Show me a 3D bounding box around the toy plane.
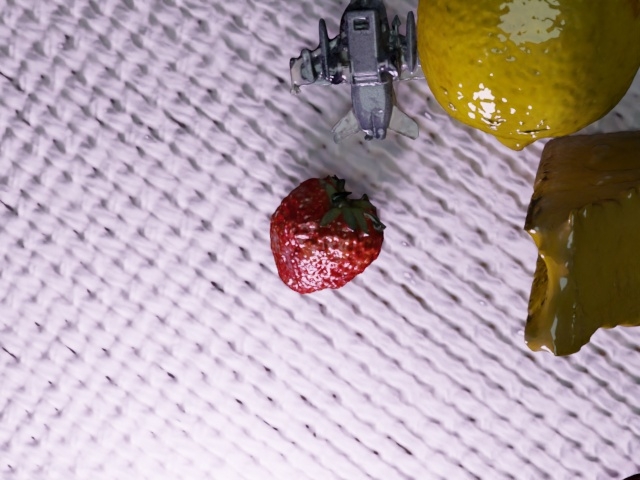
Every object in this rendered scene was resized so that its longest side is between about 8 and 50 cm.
[{"bbox_3d":[0.050,-0.240,1.546,0.192,0.088,0.262,-3,108,14],"label":"toy plane"}]

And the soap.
[{"bbox_3d":[0.371,0.000,1.428,0.304,0.339,0.169,-2,110,14],"label":"soap"}]

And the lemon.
[{"bbox_3d":[0.220,-0.231,1.428,0.267,0.267,0.267,4,109,10],"label":"lemon"}]

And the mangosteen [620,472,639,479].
[{"bbox_3d":[0.391,0.371,1.662,0.145,0.156,0.181,6,134,-26],"label":"mangosteen"}]

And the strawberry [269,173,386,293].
[{"bbox_3d":[-0.002,-0.002,1.623,0.148,0.131,0.131,-42,96,13],"label":"strawberry"}]
